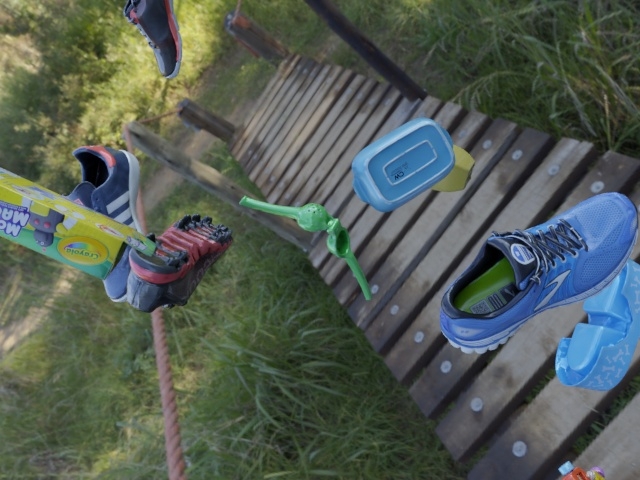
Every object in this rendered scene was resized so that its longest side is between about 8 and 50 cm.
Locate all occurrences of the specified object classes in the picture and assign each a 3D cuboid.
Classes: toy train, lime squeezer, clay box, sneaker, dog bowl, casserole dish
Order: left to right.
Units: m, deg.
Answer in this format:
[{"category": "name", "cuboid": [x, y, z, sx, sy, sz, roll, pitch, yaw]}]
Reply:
[{"category": "clay box", "cuboid": [-0.295, -0.020, 0.590, 0.053, 0.222, 0.127, -62, 15, -1]}, {"category": "sneaker", "cuboid": [-0.470, -0.041, 1.145, 0.131, 0.148, 0.350, -20, 72, 26]}, {"category": "sneaker", "cuboid": [-0.224, -0.287, 0.698, 0.061, 0.065, 0.158, 41, 143, 41]}, {"category": "sneaker", "cuboid": [-0.241, 0.040, 0.919, 0.135, 0.097, 0.276, -66, -7, 21]}, {"category": "lime squeezer", "cuboid": [0.000, 0.000, 0.968, 0.110, 0.310, 0.059, -46, 13, 32]}, {"category": "casserole dish", "cuboid": [0.140, -0.125, 0.872, 0.188, 0.114, 0.037, -32, 7, -7]}, {"category": "sneaker", "cuboid": [0.314, 0.039, 0.772, 0.330, 0.147, 0.130, -37, 57, 2]}, {"category": "dog bowl", "cuboid": [0.586, 0.170, 1.102, 0.166, 0.074, 0.297, 104, -173, -85]}, {"category": "toy train", "cuboid": [0.391, 0.378, 0.733, 0.046, 0.125, 0.166, -50, 63, 22]}]

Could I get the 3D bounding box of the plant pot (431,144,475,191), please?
[{"category": "plant pot", "cuboid": [0.274, -0.149, 1.125, 0.083, 0.081, 0.081, 23, 44, 20]}]
